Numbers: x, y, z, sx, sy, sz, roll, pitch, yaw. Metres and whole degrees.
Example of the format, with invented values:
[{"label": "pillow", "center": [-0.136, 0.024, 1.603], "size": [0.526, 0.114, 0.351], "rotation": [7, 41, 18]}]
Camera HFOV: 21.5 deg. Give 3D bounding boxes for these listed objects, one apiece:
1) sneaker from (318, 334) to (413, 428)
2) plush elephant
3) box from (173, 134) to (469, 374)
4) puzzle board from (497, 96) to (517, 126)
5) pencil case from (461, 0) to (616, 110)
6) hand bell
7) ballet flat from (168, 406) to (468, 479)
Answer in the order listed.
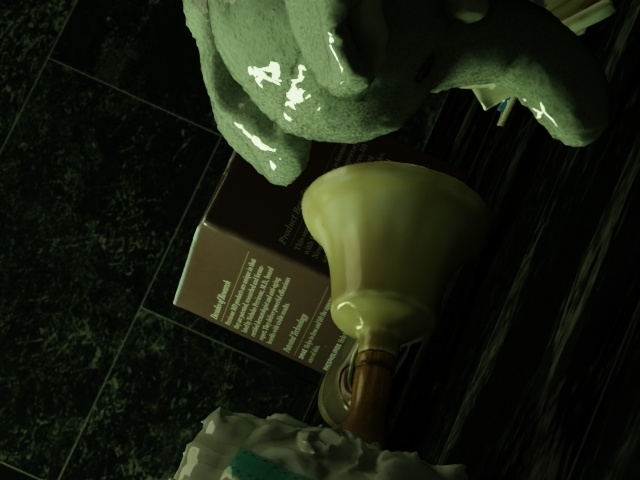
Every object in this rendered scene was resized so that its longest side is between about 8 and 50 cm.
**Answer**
[{"label": "sneaker", "center": [0.058, 0.062, 1.327], "size": [0.071, 0.066, 0.188], "rotation": [-27, 41, 63]}, {"label": "plush elephant", "center": [0.051, -0.151, 0.779], "size": [0.272, 0.330, 0.255], "rotation": [169, 107, -81]}, {"label": "box", "center": [0.000, 0.000, 1.530], "size": [0.167, 0.203, 0.168], "rotation": [114, -179, -58]}, {"label": "puzzle board", "center": [0.181, -0.167, 1.426], "size": [0.096, 0.011, 0.128], "rotation": [-66, 1, -64]}, {"label": "pencil case", "center": [0.115, -0.194, 1.157], "size": [0.160, 0.183, 0.410], "rotation": [-37, 1, 1]}, {"label": "hand bell", "center": [0.033, 0.084, 1.039], "size": [0.126, 0.126, 0.242], "rotation": [114, 168, -57]}, {"label": "ballet flat", "center": [-0.048, 0.196, 0.750], "size": [0.409, 0.147, 0.147], "rotation": [113, -179, -48]}]
